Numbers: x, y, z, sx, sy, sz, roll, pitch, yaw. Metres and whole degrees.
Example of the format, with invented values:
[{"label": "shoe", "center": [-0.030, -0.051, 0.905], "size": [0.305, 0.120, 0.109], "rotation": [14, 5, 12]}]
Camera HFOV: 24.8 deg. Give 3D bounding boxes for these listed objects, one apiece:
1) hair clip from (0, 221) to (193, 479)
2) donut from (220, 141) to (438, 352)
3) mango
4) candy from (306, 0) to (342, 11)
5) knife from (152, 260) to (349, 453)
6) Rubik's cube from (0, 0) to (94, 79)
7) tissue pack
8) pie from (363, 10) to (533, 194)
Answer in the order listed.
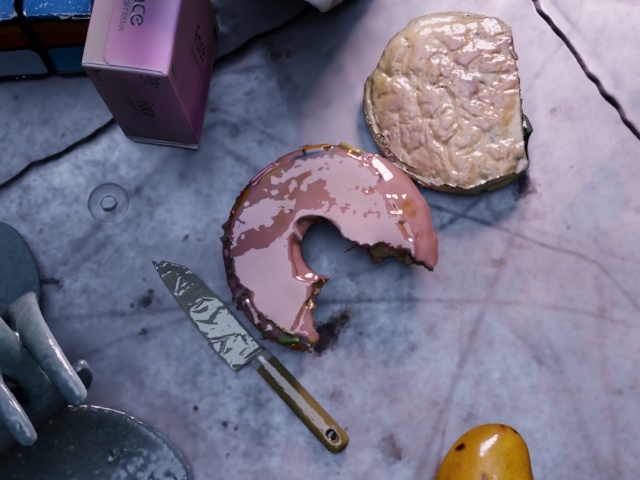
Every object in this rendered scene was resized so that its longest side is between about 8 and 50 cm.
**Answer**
[{"label": "hair clip", "center": [-0.370, 0.184, 1.477], "size": [0.318, 0.238, 0.392], "rotation": [-36, 78, -3]}, {"label": "donut", "center": [0.000, 0.000, 1.578], "size": [0.233, 0.085, 0.199], "rotation": [-32, 78, -5]}, {"label": "mango", "center": [0.173, 0.279, 1.502], "size": [0.115, 0.090, 0.178], "rotation": [-9, 73, -10]}, {"label": "candy", "center": [-0.024, -0.358, 1.529], "size": [0.208, 0.358, 0.145], "rotation": [26, 109, 5]}, {"label": "knife", "center": [-0.082, 0.123, 1.587], "size": [0.047, 0.017, 0.298], "rotation": [-43, 79, -1]}, {"label": "Rubik's cube", "center": [-0.311, -0.283, 1.600], "size": [0.184, 0.180, 0.167], "rotation": [-2, 77, 4]}, {"label": "tissue pack", "center": [-0.175, -0.203, 1.552], "size": [0.093, 0.246, 0.148], "rotation": [8, 78, 4]}, {"label": "pie", "center": [0.140, -0.155, 1.625], "size": [0.185, 0.052, 0.218], "rotation": [-4, 78, 0]}]
